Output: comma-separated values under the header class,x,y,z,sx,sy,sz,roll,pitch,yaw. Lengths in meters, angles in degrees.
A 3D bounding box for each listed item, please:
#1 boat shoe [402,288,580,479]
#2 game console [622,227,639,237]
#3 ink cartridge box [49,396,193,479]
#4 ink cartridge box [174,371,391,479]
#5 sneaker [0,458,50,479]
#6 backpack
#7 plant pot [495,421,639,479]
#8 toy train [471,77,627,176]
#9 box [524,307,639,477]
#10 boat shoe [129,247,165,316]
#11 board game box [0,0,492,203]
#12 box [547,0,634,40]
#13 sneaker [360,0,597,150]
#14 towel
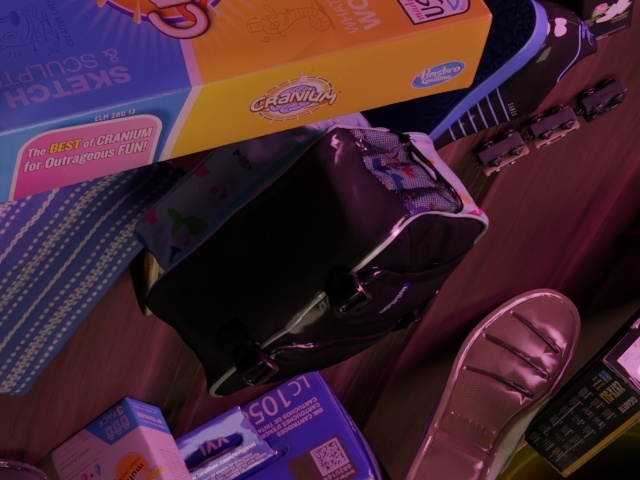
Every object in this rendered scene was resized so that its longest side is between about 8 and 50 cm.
class,x,y,z,sx,sy,sz,roll,pitch,yaw
boat shoe,0.169,0.184,1.961,0.302,0.113,0.103,-54,175,-17
game console,0.407,-0.053,1.962,0.144,0.085,0.124,-7,113,-35
ink cartridge box,-0.175,0.256,1.769,0.104,0.181,0.061,-37,150,14
ink cartridge box,-0.058,0.299,1.974,0.270,0.151,0.395,-30,153,0
sneaker,-0.384,0.297,1.695,0.331,0.146,0.122,-8,144,-35
backpack,0.000,0.000,1.405,0.225,0.191,0.253,-42,160,22
plant pot,0.382,0.434,2.421,0.366,0.366,0.353,-29,162,1
toy train,0.210,-0.103,1.698,0.158,0.027,0.036,-27,162,-4
box,0.356,0.107,1.943,0.257,0.079,0.322,-45,173,-21
boat shoe,-0.130,0.010,1.546,0.049,0.056,0.152,-12,147,-18
board game box,-0.092,-0.163,1.112,0.317,0.242,0.064,-16,148,-23
box,0.219,-0.209,1.495,0.052,0.062,0.083,-23,151,-11
sneaker,0.123,-0.116,1.507,0.090,0.081,0.232,14,145,-40
towel,-0.244,0.011,1.327,0.243,0.040,0.336,-50,152,11
